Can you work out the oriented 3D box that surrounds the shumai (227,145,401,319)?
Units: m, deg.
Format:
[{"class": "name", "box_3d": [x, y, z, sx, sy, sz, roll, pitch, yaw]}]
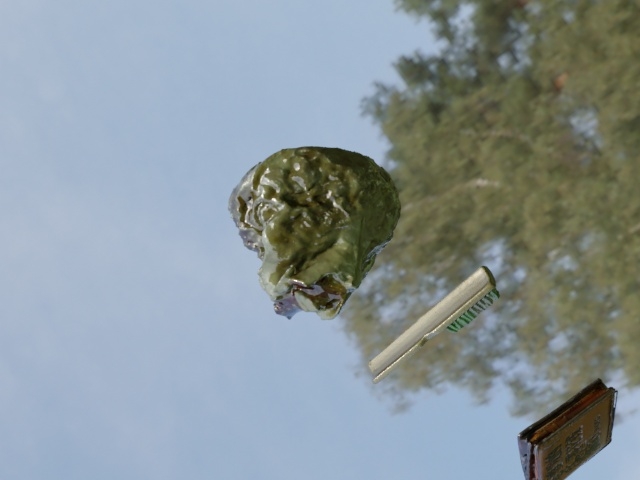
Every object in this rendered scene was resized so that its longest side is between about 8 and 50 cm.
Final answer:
[{"class": "shumai", "box_3d": [0.000, -0.002, 1.922, 0.256, 0.189, 0.218, 10, -109, -26]}]

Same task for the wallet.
[{"class": "wallet", "box_3d": [0.371, 0.300, 2.026, 0.042, 0.161, 0.195, 49, 165, 35]}]

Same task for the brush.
[{"class": "brush", "box_3d": [0.190, 0.148, 2.287, 0.048, 0.282, 0.054, 33, -153, -33]}]
